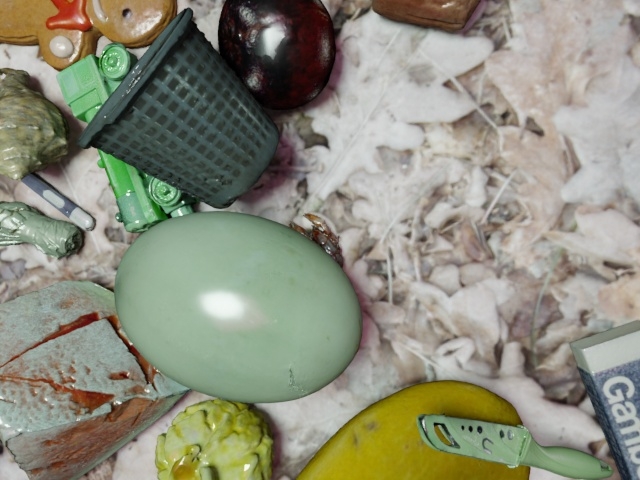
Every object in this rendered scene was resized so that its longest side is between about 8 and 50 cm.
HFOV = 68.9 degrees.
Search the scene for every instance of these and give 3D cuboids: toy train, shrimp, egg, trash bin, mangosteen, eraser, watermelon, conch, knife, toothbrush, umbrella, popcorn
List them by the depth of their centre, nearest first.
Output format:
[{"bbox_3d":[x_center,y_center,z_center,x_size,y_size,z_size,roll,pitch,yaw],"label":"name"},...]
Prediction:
[{"bbox_3d":[0.212,0.215,0.482,0.293,0.020,0.043,20,65,-25],"label":"knife"},{"bbox_3d":[-0.135,-0.125,0.503,0.161,0.175,0.175,36,96,-31],"label":"trash bin"},{"bbox_3d":[-0.091,0.072,0.523,0.282,0.203,0.203,19,93,9],"label":"egg"},{"bbox_3d":[0.378,0.208,0.543,0.092,0.046,0.212,-21,88,7],"label":"eraser"},{"bbox_3d":[-0.044,-0.232,0.553,0.152,0.152,0.152,0,91,7],"label":"mangosteen"},{"bbox_3d":[-0.331,0.191,0.558,0.261,0.201,0.213,-44,77,10],"label":"watermelon"},{"bbox_3d":[-0.124,0.260,0.563,0.135,0.162,0.141,-34,69,-6],"label":"popcorn"},{"bbox_3d":[0.000,-0.004,0.598,0.092,0.029,0.038,40,96,9],"label":"shrimp"},{"bbox_3d":[-0.413,-0.154,0.599,0.155,0.130,0.207,-14,65,-27],"label":"conch"},{"bbox_3d":[-0.246,-0.129,0.605,0.119,0.085,0.251,-22,86,12],"label":"toy train"},{"bbox_3d":[-0.398,-0.015,0.634,0.143,0.062,0.067,16,57,-3],"label":"umbrella"},{"bbox_3d":[-0.431,-0.103,0.654,0.288,0.026,0.024,36,98,5],"label":"toothbrush"}]

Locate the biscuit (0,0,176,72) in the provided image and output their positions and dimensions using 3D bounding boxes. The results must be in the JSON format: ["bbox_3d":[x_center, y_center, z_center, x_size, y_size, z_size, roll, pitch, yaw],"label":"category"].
[{"bbox_3d":[-0.354,-0.336,0.633,0.324,0.049,0.205,13,91,5],"label":"biscuit"}]

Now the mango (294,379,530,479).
[{"bbox_3d":[0.093,0.316,0.506,0.253,0.182,0.365,40,83,1],"label":"mango"}]

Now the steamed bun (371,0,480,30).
[{"bbox_3d":[0.135,-0.343,0.544,0.145,0.106,0.175,11,106,2],"label":"steamed bun"}]
